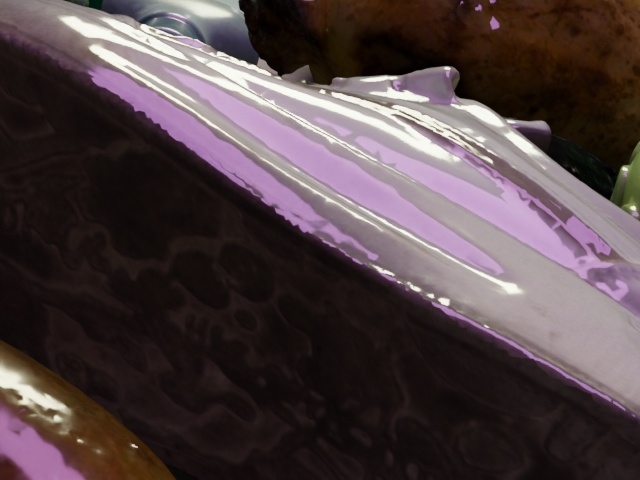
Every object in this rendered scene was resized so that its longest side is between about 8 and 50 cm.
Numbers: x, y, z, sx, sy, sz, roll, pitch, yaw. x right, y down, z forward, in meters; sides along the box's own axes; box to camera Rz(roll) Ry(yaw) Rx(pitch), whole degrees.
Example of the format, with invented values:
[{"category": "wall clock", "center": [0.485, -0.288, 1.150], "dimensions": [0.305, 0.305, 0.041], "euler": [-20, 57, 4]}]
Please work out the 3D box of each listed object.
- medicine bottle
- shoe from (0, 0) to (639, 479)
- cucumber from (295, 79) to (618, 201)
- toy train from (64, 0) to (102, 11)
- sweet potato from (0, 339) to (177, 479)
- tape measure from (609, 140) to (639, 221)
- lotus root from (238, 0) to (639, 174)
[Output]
[{"category": "medicine bottle", "center": [-0.074, -0.112, 0.967], "dimensions": [0.090, 0.053, 0.208], "euler": [16, 17, -4]}, {"category": "shoe", "center": [0.000, 0.000, 0.535], "dimensions": [0.316, 0.124, 0.159], "euler": [32, 36, 21]}, {"category": "cucumber", "center": [0.036, -0.021, 0.756], "dimensions": [0.303, 0.081, 0.072], "euler": [1, 0, -43]}, {"category": "toy train", "center": [-0.219, -0.128, 0.752], "dimensions": [0.154, 0.115, 0.269], "euler": [10, 1, 44]}, {"category": "sweet potato", "center": [-0.106, 0.059, 0.375], "dimensions": [0.346, 0.079, 0.108], "euler": [22, 46, 8]}, {"category": "tape measure", "center": [0.205, 0.005, 0.754], "dimensions": [0.200, 0.106, 0.175], "euler": [29, 36, 19]}, {"category": "lotus root", "center": [0.086, -0.081, 0.892], "dimensions": [0.260, 0.128, 0.145], "euler": [15, -17, -16]}]
